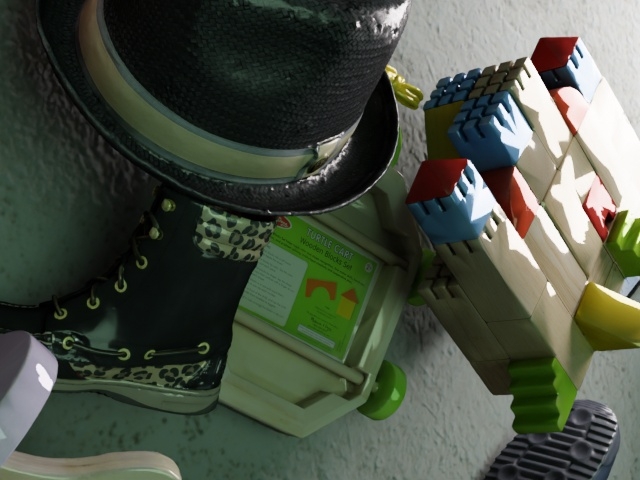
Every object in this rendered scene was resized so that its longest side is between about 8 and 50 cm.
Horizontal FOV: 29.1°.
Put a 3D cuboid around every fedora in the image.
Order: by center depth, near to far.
[{"bbox_3d":[-0.044,-0.176,0.954,0.334,0.152,0.334,23,43,-23],"label":"fedora"}]

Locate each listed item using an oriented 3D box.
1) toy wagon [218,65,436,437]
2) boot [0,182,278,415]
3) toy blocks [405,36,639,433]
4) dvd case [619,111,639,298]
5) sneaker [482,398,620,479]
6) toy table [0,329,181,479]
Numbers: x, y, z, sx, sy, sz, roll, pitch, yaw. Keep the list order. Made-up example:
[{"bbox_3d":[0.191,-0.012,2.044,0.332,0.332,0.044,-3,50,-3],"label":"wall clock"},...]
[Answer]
[{"bbox_3d":[0.000,0.000,1.123,0.267,0.068,0.344,32,72,-34],"label":"toy wagon"},{"bbox_3d":[-0.160,0.028,0.939,0.237,0.085,0.178,16,108,-24],"label":"boot"},{"bbox_3d":[0.189,-0.049,1.159,0.261,0.191,0.381,54,48,-26],"label":"toy blocks"},{"bbox_3d":[0.303,0.000,1.381,0.253,0.022,0.180,-45,117,-28],"label":"dvd case"},{"bbox_3d":[0.217,0.314,1.283,0.319,0.112,0.131,-51,133,-18],"label":"sneaker"},{"bbox_3d":[-0.243,0.206,0.852,0.274,0.252,0.161,-38,115,15],"label":"toy table"}]
